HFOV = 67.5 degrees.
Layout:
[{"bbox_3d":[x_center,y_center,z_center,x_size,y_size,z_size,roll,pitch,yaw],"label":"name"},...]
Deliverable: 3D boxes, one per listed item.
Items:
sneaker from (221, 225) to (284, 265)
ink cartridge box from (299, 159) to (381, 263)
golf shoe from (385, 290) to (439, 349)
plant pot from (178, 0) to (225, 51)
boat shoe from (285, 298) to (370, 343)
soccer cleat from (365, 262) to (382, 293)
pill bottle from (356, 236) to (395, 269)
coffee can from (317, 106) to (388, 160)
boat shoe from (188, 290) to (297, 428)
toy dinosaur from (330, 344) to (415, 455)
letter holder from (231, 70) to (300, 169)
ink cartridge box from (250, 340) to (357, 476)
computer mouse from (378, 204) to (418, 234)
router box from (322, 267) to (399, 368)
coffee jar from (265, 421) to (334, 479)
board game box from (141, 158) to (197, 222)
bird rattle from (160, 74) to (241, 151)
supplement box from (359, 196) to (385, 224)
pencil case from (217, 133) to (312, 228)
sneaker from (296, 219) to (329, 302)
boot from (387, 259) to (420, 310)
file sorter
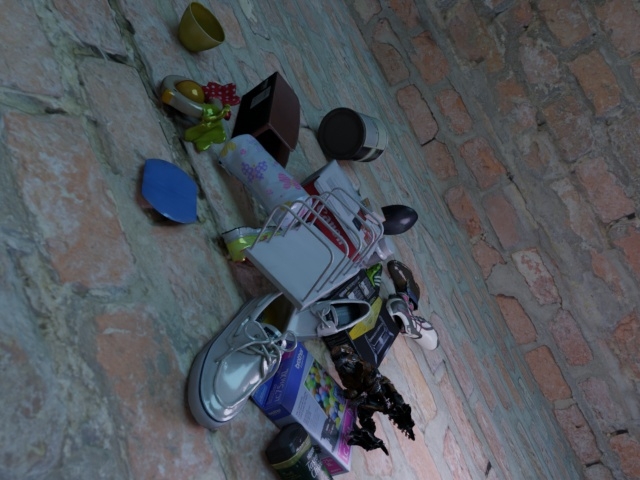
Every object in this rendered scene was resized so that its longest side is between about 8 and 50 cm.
[{"bbox_3d":[-0.161,0.017,1.199,0.208,0.081,0.094,-6,78,-55],"label":"sneaker"},{"bbox_3d":[0.050,-0.075,1.570,0.310,0.130,0.272,56,26,-10],"label":"ink cartridge box"},{"bbox_3d":[0.324,0.316,1.740,0.273,0.105,0.120,49,45,-11],"label":"golf shoe"},{"bbox_3d":[-0.359,-0.609,1.402,0.134,0.095,0.134,40,34,-34],"label":"plant pot"},{"bbox_3d":[0.010,0.197,1.205,0.267,0.088,0.096,-3,77,-33],"label":"boat shoe"},{"bbox_3d":[0.186,0.147,1.689,0.072,0.060,0.179,61,32,-22],"label":"soccer cleat"},{"bbox_3d":[0.188,0.043,1.689,0.078,0.137,0.078,40,34,-36],"label":"pill bottle"},{"bbox_3d":[0.141,-0.426,1.970,0.275,0.201,0.202,-12,76,-62],"label":"coffee can"},{"bbox_3d":[-0.124,0.215,0.978,0.136,0.156,0.367,55,28,-11],"label":"boat shoe"},{"bbox_3d":[0.147,0.390,1.188,0.321,0.164,0.218,28,18,-17],"label":"toy dinosaur"},{"bbox_3d":[-0.134,-0.331,1.475,0.214,0.151,0.302,44,32,-34],"label":"letter holder"},{"bbox_3d":[-0.028,0.372,1.109,0.311,0.065,0.186,49,29,-20],"label":"ink cartridge box"},{"bbox_3d":[0.224,-0.056,1.731,0.188,0.272,0.072,42,53,-36],"label":"computer mouse"},{"bbox_3d":[0.111,0.245,1.434,0.243,0.080,0.308,61,28,-1],"label":"router box"},{"bbox_3d":[-0.036,0.472,0.978,0.185,0.079,0.096,60,27,-2],"label":"coffee jar"},{"bbox_3d":[-0.336,-0.102,1.049,0.133,0.033,0.169,29,36,-39],"label":"board game box"},{"bbox_3d":[-0.309,-0.370,1.247,0.206,0.143,0.254,25,39,-26],"label":"bird rattle"},{"bbox_3d":[0.177,-0.099,1.630,0.098,0.036,0.062,27,40,-52],"label":"supplement box"},{"bbox_3d":[-0.145,-0.156,1.250,0.273,0.114,0.124,45,42,15],"label":"pencil case"},{"bbox_3d":[-0.002,0.047,1.381,0.126,0.127,0.321,40,33,-32],"label":"sneaker"},{"bbox_3d":[0.331,0.176,1.874,0.219,0.082,0.106,49,27,-27],"label":"boot"},{"bbox_3d":[0.000,0.000,1.144,0.193,0.173,0.277,44,32,14],"label":"file sorter"}]
